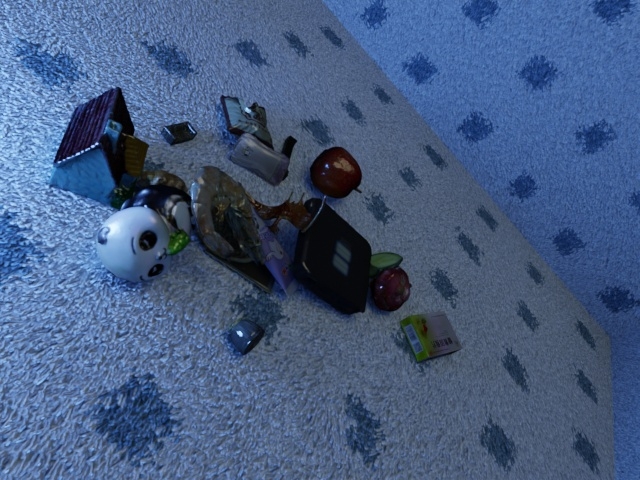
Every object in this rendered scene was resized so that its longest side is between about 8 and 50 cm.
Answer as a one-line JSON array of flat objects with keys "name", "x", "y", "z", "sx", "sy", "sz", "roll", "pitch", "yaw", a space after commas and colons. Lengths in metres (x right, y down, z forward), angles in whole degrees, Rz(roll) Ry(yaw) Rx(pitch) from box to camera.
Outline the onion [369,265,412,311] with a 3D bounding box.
[{"name": "onion", "x": 0.260, "y": 0.185, "z": 1.916, "sx": 0.147, "sy": 0.183, "sz": 0.184, "roll": 21, "pitch": 18, "yaw": 39}]

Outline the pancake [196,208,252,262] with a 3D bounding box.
[{"name": "pancake", "x": -0.289, "y": -0.035, "z": 1.598, "sx": 0.250, "sy": 0.031, "sz": 0.249, "roll": 28, "pitch": 43, "yaw": -30}]

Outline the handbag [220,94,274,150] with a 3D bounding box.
[{"name": "handbag", "x": -0.286, "y": -0.467, "z": 1.931, "sx": 0.213, "sy": 0.127, "sz": 0.234, "roll": 13, "pitch": 47, "yaw": -36}]

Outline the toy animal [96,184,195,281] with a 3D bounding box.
[{"name": "toy animal", "x": -0.448, "y": -0.017, "z": 1.295, "sx": 0.213, "sy": 0.212, "sz": 0.266, "roll": 35, "pitch": 38, "yaw": -19}]

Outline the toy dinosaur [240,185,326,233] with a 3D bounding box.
[{"name": "toy dinosaur", "x": -0.137, "y": -0.125, "z": 1.691, "sx": 0.207, "sy": 0.112, "sz": 0.327, "roll": -33, "pitch": 44, "yaw": -18}]

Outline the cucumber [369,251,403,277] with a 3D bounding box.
[{"name": "cucumber", "x": 0.264, "y": 0.101, "z": 2.043, "sx": 0.115, "sy": 0.063, "sz": 0.244, "roll": 27, "pitch": 25, "yaw": 35}]

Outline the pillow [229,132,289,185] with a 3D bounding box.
[{"name": "pillow", "x": -0.227, "y": -0.309, "z": 1.879, "sx": 0.233, "sy": 0.130, "sz": 0.038, "roll": 30, "pitch": -3, "yaw": -28}]

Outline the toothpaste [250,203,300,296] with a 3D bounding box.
[{"name": "toothpaste", "x": -0.184, "y": 0.009, "z": 1.606, "sx": 0.371, "sy": 0.080, "sz": 0.125, "roll": 56, "pitch": 33, "yaw": -11}]

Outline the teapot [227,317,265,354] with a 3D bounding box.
[{"name": "teapot", "x": -0.216, "y": 0.268, "z": 1.410, "sx": 0.091, "sy": 0.124, "sz": 0.092, "roll": 40, "pitch": 76, "yaw": 13}]

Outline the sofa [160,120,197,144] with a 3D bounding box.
[{"name": "sofa", "x": -0.489, "y": -0.372, "z": 1.711, "sx": 0.060, "sy": 0.039, "sz": 0.118, "roll": 52, "pitch": 37, "yaw": 2}]

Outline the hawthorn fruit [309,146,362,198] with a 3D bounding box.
[{"name": "hawthorn fruit", "x": 0.075, "y": -0.272, "z": 2.084, "sx": 0.250, "sy": 0.215, "sz": 0.215, "roll": 42, "pitch": 37, "yaw": -19}]

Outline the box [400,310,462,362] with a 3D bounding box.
[{"name": "box", "x": 0.451, "y": 0.384, "z": 1.996, "sx": 0.261, "sy": 0.062, "sz": 0.175, "roll": 2, "pitch": 57, "yaw": -46}]

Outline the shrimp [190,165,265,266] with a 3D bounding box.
[{"name": "shrimp", "x": -0.266, "y": -0.049, "z": 1.437, "sx": 0.360, "sy": 0.085, "sz": 0.246, "roll": 62, "pitch": 31, "yaw": -30}]

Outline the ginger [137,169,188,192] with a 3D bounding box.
[{"name": "ginger", "x": -0.456, "y": -0.168, "z": 1.450, "sx": 0.138, "sy": 0.213, "sz": 0.074, "roll": 10, "pitch": 84, "yaw": -29}]

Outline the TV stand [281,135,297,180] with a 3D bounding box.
[{"name": "TV stand", "x": -0.141, "y": -0.347, "z": 2.046, "sx": 0.049, "sy": 0.040, "sz": 0.256, "roll": 34, "pitch": 39, "yaw": -21}]

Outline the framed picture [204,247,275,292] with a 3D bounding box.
[{"name": "framed picture", "x": -0.244, "y": 0.042, "z": 1.620, "sx": 0.252, "sy": 0.014, "sz": 0.197, "roll": 36, "pitch": 38, "yaw": -18}]

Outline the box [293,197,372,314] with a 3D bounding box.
[{"name": "box", "x": 0.050, "y": 0.059, "z": 1.772, "sx": 0.359, "sy": 0.091, "sz": 0.350, "roll": 40, "pitch": 43, "yaw": -34}]

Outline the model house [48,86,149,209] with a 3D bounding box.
[{"name": "model house", "x": -0.575, "y": -0.277, "z": 1.362, "sx": 0.230, "sy": 0.249, "sz": 0.280, "roll": 23, "pitch": 44, "yaw": -32}]
